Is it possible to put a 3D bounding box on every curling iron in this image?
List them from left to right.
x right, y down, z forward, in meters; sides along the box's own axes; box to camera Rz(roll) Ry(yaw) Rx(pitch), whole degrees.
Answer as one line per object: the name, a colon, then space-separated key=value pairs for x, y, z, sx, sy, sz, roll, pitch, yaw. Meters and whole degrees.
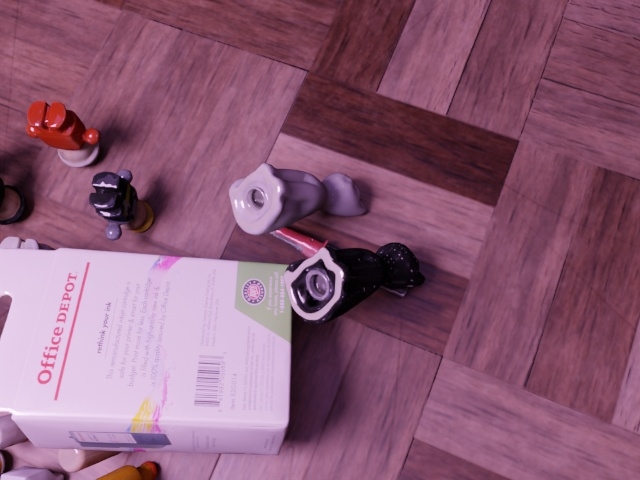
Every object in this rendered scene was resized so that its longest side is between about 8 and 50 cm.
curling iron: x=0.000 y=0.000 z=0.830 sx=0.274 sy=0.035 sz=0.068 roll=32 pitch=78 yaw=12

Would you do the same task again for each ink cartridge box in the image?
ink cartridge box: x=-0.214 y=0.130 z=0.703 sx=0.353 sy=0.119 sz=0.207 roll=5 pitch=56 yaw=-8

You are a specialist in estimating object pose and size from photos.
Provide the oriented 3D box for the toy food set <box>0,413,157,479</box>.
toy food set: x=-0.329 y=0.268 z=0.761 sx=0.232 sy=0.104 sz=0.111 roll=-3 pitch=86 yaw=22

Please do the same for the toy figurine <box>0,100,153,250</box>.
toy figurine: x=-0.364 y=-0.056 z=0.823 sx=0.213 sy=0.148 sz=0.209 roll=-41 pitch=81 yaw=-10

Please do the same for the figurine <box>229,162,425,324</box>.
figurine: x=0.019 y=-0.010 z=0.760 sx=0.215 sy=0.209 sz=0.092 roll=54 pitch=124 yaw=22
